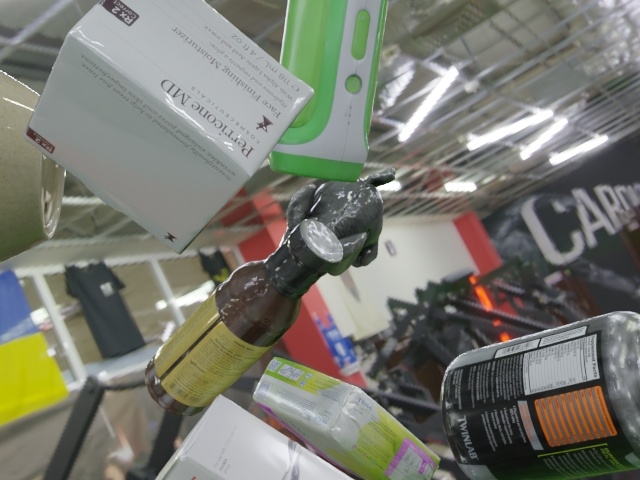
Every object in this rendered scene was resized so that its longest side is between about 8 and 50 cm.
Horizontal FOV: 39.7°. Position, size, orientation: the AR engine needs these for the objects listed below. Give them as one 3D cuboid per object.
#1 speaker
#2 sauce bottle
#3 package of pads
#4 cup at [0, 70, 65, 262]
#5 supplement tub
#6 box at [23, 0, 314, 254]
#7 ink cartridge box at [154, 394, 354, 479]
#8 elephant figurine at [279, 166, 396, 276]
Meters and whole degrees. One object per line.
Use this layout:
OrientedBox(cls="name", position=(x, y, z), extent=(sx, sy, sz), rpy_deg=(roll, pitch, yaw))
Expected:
OrientedBox(cls="speaker", position=(0.012, -0.223, 1.055), extent=(0.131, 0.297, 0.131), rpy_deg=(8, 6, -1))
OrientedBox(cls="sauce bottle", position=(-0.102, 0.105, 1.173), extent=(0.344, 0.111, 0.111), rpy_deg=(-43, -16, 31))
OrientedBox(cls="package of pads", position=(0.050, 0.334, 1.545), extent=(0.229, 0.296, 0.101), rpy_deg=(11, 63, 49))
OrientedBox(cls="cup", position=(-0.450, -0.091, 1.100), extent=(0.236, 0.331, 0.331), rpy_deg=(4, -14, -7))
OrientedBox(cls="supplement tub", position=(0.354, 0.220, 1.224), extent=(0.337, 0.207, 0.207), rpy_deg=(-21, -3, 35))
OrientedBox(cls="box", position=(-0.136, -0.109, 0.773), extent=(0.182, 0.181, 0.119), rpy_deg=(-37, 18, 54))
OrientedBox(cls="ink cartridge box", position=(-0.071, 0.350, 1.097), extent=(0.207, 0.283, 0.117), rpy_deg=(-53, 4, 36))
OrientedBox(cls="elephant figurine", position=(0.000, 0.000, 1.350), extent=(0.169, 0.186, 0.239), rpy_deg=(4, 18, 25))
